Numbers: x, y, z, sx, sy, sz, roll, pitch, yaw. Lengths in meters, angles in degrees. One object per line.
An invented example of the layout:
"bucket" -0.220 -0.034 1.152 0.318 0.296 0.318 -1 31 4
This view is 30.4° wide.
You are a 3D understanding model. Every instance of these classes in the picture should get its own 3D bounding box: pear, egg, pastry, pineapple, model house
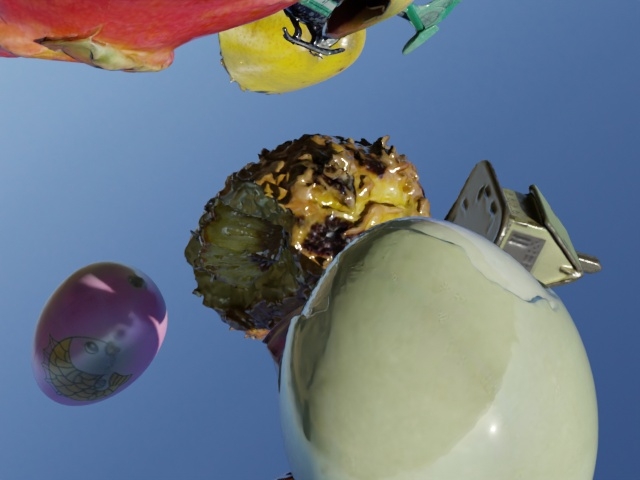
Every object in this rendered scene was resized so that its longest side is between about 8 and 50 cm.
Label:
"pear" -0.014 -0.330 1.879 0.267 0.267 0.178 -45 -133 -18
"egg" 0.101 0.135 1.033 0.278 0.336 0.278 -6 -158 3
"pastry" 0.006 0.003 1.780 0.337 0.292 0.405 -8 160 -38
"pineapple" -0.093 0.008 1.428 0.116 0.137 0.069 -3 -121 16
"egg" -0.354 0.152 1.865 0.196 0.196 0.271 -73 -170 -48
"model house" 0.344 0.030 1.851 0.218 0.279 0.205 -93 -155 -57

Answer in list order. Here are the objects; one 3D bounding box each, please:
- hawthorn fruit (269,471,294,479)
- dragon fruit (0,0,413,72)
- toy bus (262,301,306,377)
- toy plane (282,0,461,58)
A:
"hawthorn fruit" -0.017 0.378 1.350 0.276 0.276 0.307 -44 -142 -17
"dragon fruit" -0.080 -0.184 0.543 0.305 0.225 0.305 3 -161 -1
"toy bus" 0.034 0.145 1.363 0.162 0.171 0.386 -32 173 -5
"toy plane" 0.049 -0.283 1.310 0.155 0.382 0.106 -34 -111 24
